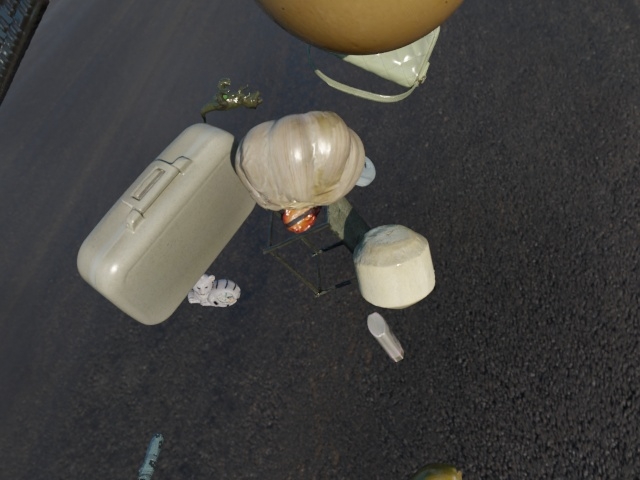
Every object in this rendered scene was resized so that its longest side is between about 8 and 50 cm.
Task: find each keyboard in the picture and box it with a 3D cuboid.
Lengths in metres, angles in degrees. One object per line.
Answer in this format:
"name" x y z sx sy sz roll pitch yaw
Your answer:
"keyboard" -0.385 -0.224 0.571 0.309 0.101 0.018 -20 23 46

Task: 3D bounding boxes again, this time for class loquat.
"loquat" 0.332 0.724 1.474 0.195 0.152 0.152 -23 38 -15

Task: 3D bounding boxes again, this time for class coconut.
"coconut" 0.226 0.093 1.555 0.237 0.266 0.237 -15 22 6

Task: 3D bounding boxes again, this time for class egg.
"egg" 0.035 -0.401 0.649 0.301 0.301 0.374 -43 51 -9

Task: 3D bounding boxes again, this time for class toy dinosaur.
"toy dinosaur" -0.278 -0.405 1.576 0.187 0.179 0.087 6 48 -11

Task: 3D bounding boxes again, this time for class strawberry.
"strawberry" -0.051 -0.107 1.835 0.188 0.082 0.121 -44 82 1

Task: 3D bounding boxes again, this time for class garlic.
"garlic" -0.034 -0.127 0.854 0.227 0.228 0.152 -13 88 23

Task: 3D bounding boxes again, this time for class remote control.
"remote control" 0.036 -0.195 1.248 0.047 0.244 0.087 -37 50 47

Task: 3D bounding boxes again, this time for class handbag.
"handbag" 0.104 -0.395 1.038 0.256 0.079 0.219 23 79 -2

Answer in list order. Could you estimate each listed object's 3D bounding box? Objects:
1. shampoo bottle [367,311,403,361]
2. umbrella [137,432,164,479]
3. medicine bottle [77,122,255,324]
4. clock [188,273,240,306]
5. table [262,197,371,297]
"shampoo bottle" 0.208 0.308 1.608 0.055 0.227 0.086 -26 52 8
"umbrella" -0.651 0.849 1.922 0.250 0.052 0.053 -83 19 -49
"medicine bottle" -0.276 -0.032 0.980 0.123 0.282 0.375 28 69 20
"clock" -0.360 0.162 1.732 0.176 0.117 0.080 5 43 -13
"table" 0.000 0.000 1.823 0.272 0.335 0.222 -23 45 23
